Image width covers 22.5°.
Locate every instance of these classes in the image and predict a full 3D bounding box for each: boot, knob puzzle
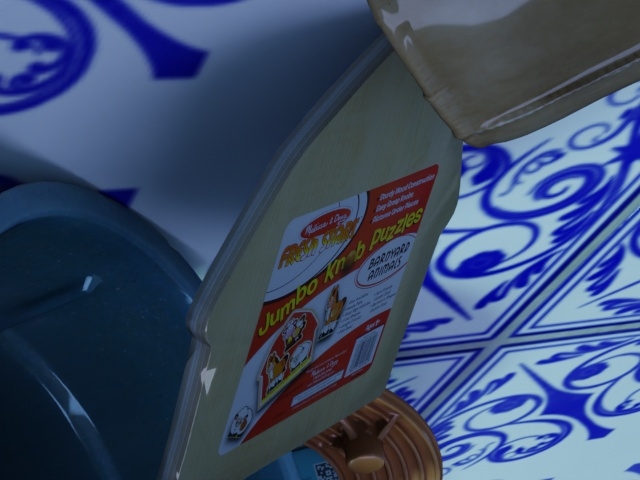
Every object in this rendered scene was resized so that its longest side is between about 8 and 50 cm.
[{"bbox_3d":[0.170,-0.104,0.572,0.269,0.089,0.236,-25,142,13],"label":"boot"},{"bbox_3d":[0.000,0.000,0.643,0.213,0.030,0.213,-45,152,-33],"label":"knob puzzle"}]

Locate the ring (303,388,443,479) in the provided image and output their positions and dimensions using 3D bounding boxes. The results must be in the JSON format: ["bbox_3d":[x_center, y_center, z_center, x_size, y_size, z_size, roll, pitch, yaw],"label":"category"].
[{"bbox_3d":[-0.094,0.166,0.920,0.337,0.032,0.336,-6,144,-5],"label":"ring"}]

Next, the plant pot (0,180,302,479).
[{"bbox_3d":[-0.206,0.187,0.660,0.334,0.341,0.341,-18,157,17],"label":"plant pot"}]

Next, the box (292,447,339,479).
[{"bbox_3d":[-0.011,0.212,1.125,0.101,0.060,0.244,-14,155,-7],"label":"box"}]
